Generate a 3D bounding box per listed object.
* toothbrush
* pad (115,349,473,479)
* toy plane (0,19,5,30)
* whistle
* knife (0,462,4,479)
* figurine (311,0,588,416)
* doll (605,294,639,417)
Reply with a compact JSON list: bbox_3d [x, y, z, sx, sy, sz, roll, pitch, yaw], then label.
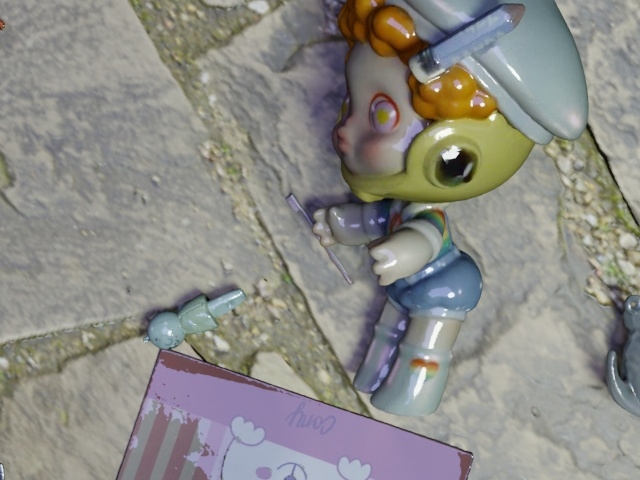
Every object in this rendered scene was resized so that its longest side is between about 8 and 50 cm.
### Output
[{"bbox_3d":[0.000,0.000,1.012,0.008,0.006,0.097,-36,88,16],"label":"toothbrush"},{"bbox_3d":[-0.035,0.236,1.020,0.299,0.005,0.202,19,92,3],"label":"pad"},{"bbox_3d":[-0.295,-0.293,0.998,0.126,0.077,0.194,37,103,11],"label":"toy plane"},{"bbox_3d":[-0.112,0.069,1.007,0.100,0.035,0.035,-25,89,3],"label":"whistle"},{"bbox_3d":[-0.311,0.287,1.039,0.023,0.010,0.170,13,90,-2],"label":"knife"},{"bbox_3d":[0.097,-0.053,0.949,0.205,0.224,0.382,3,117,-17],"label":"figurine"},{"bbox_3d":[0.306,0.132,0.967,0.104,0.062,0.195,-28,96,5],"label":"doll"}]
